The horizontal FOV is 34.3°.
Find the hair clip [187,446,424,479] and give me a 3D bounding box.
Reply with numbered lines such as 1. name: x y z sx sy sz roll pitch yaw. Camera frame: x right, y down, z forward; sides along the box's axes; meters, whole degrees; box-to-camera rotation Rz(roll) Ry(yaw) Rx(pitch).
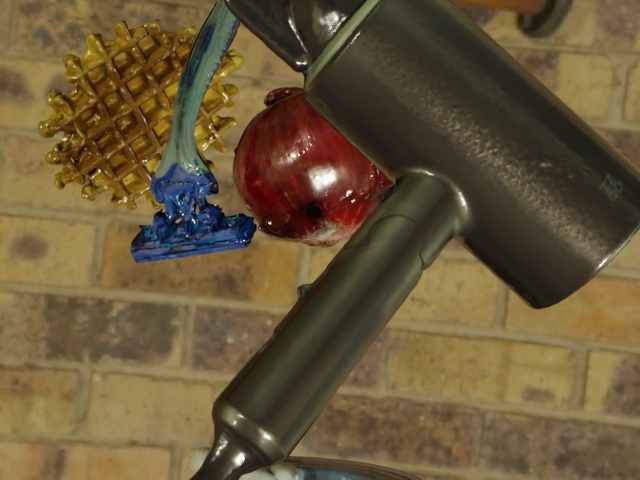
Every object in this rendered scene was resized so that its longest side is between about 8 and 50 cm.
1. hair clip: 0.021 0.175 0.664 0.140 0.054 0.220 6 -177 -34

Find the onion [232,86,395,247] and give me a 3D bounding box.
1. onion: -0.003 -0.057 0.756 0.131 0.131 0.131 6 -178 0

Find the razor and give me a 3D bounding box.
1. razor: -0.076 -0.137 0.780 0.093 0.324 0.056 -7 147 25

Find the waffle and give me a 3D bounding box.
1. waffle: -0.202 -0.143 1.185 0.231 0.229 0.051 8 -156 -38

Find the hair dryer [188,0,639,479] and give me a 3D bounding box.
1. hair dryer: 0.000 0.000 0.422 0.195 0.248 0.078 41 156 -5
